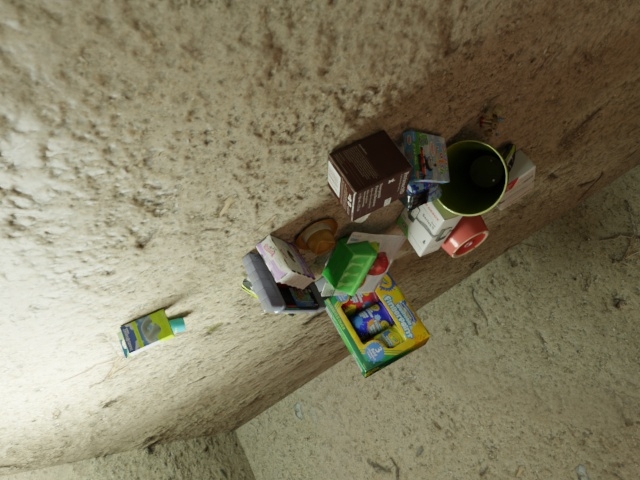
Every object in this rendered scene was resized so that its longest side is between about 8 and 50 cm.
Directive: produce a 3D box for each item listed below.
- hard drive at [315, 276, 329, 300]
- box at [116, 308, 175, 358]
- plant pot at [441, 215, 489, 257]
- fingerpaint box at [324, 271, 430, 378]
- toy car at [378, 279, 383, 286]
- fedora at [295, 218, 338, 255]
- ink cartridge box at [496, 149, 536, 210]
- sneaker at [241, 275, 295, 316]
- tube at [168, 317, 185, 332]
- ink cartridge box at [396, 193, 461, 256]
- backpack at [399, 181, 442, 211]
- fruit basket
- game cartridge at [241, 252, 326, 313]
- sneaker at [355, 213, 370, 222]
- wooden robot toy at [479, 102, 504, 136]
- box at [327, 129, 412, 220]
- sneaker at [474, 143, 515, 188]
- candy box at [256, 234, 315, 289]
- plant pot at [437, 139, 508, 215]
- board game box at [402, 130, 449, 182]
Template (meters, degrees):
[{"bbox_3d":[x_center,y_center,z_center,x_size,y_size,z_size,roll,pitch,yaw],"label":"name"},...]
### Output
[{"bbox_3d":[0.012,0.236,2.259,0.255,0.054,0.172,-33,155,4],"label":"hard drive"},{"bbox_3d":[-0.619,0.327,1.659,0.178,0.109,0.042,-23,158,-16],"label":"box"},{"bbox_3d":[0.605,-0.073,2.126,0.275,0.243,0.275,-24,154,-13],"label":"plant pot"},{"bbox_3d":[0.273,0.401,2.394,0.371,0.444,0.163,-26,154,-10],"label":"fingerpaint box"},{"bbox_3d":[0.200,0.157,2.251,0.182,0.159,0.136,-18,-171,-26],"label":"toy car"},{"bbox_3d":[0.000,0.000,1.779,0.194,0.079,0.194,-25,154,-13],"label":"fedora"},{"bbox_3d":[0.893,-0.276,2.222,0.197,0.114,0.273,-36,154,9],"label":"ink cartridge box"},{"bbox_3d":[-0.186,0.190,1.905,0.147,0.145,0.385,-61,153,-8],"label":"sneaker"},{"bbox_3d":[-0.614,0.333,1.759,0.207,0.052,0.080,-9,136,-29],"label":"tube"},{"bbox_3d":[0.451,-0.095,1.964,0.115,0.198,0.272,-18,152,-23],"label":"ink cartridge box"},{"bbox_3d":[0.354,-0.203,1.705,0.173,0.158,0.116,-20,137,-18],"label":"backpack"},{"bbox_3d":[0.185,0.098,2.033,0.353,0.165,0.326,-3,128,-47],"label":"fruit basket"},{"bbox_3d":[-0.124,0.167,1.772,0.068,0.230,0.355,-42,154,21],"label":"game cartridge"},{"bbox_3d":[0.137,-0.150,1.672,0.095,0.090,0.235,-6,144,-20],"label":"sneaker"},{"bbox_3d":[0.621,-0.447,1.691,0.079,0.076,0.173,-63,160,-15],"label":"wooden robot toy"},{"bbox_3d":[0.147,-0.200,1.467,0.203,0.167,0.168,-26,155,-12],"label":"box"},{"bbox_3d":[0.721,-0.296,2.009,0.300,0.121,0.111,-52,155,0],"label":"sneaker"},{"bbox_3d":[-0.122,0.080,1.690,0.070,0.164,0.196,-39,154,12],"label":"candy box"},{"bbox_3d":[0.608,-0.251,1.822,0.275,0.274,0.294,-47,165,31],"label":"plant pot"},{"bbox_3d":[0.358,-0.276,1.583,0.039,0.160,0.212,-7,178,44],"label":"board game box"}]
